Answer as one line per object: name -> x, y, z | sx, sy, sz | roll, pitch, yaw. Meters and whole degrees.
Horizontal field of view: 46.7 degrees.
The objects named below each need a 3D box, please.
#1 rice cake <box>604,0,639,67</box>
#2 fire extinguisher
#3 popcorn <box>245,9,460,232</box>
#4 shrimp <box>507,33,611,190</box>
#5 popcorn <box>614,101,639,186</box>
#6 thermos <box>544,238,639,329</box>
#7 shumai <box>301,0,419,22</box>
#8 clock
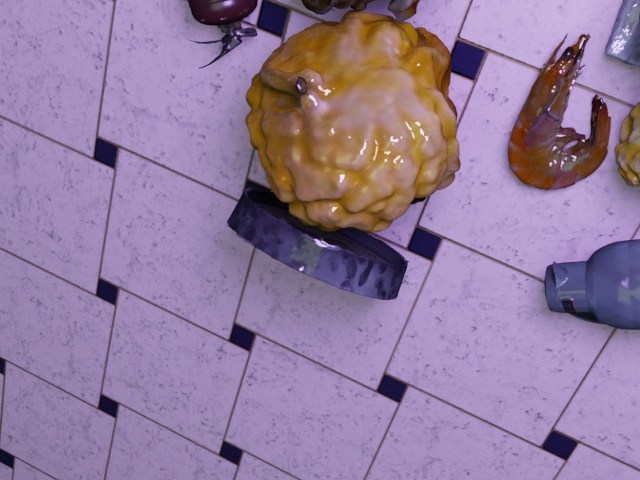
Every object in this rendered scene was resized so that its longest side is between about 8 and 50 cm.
rice cake -> 0.469, -0.399, 0.978 | 0.066, 0.063, 0.336 | 17, 119, 5
fire extinguisher -> -0.182, -0.456, 1.181 | 0.135, 0.114, 0.338 | -12, 110, 5
popcorn -> 0.056, -0.158, 1.135 | 0.348, 0.349, 0.382 | 15, 157, 15
shrimp -> 0.370, -0.187, 1.124 | 0.150, 0.068, 0.249 | 7, 122, 5
popcorn -> 0.513, -0.125, 1.030 | 0.185, 0.167, 0.187 | 38, 128, -5
thermos -> 0.503, 0.075, 1.157 | 0.286, 0.145, 0.182 | -5, 145, 26
shumai -> 0.106, -0.456, 1.026 | 0.288, 0.330, 0.292 | -16, 107, -14
clock -> 0.000, 0.002, 1.226 | 0.312, 0.312, 0.061 | 26, 100, 9
